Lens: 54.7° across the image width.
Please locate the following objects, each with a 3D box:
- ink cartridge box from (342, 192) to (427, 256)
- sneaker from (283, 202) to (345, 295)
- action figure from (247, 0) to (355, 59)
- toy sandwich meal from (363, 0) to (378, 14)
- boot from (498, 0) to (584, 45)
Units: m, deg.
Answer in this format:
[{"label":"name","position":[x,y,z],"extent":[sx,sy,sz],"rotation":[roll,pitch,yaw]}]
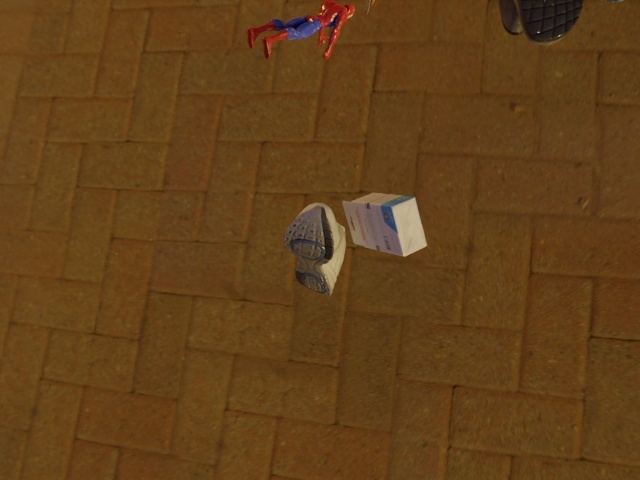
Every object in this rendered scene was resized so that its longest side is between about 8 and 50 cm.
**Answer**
[{"label":"ink cartridge box","position":[0.124,-0.037,1.234],"extent":[0.060,0.180,0.104],"rotation":[-24,109,-24]},{"label":"sneaker","position":[0.000,0.000,1.315],"extent":[0.111,0.297,0.129],"rotation":[23,63,12]},{"label":"action figure","position":[-0.030,-0.459,1.415],"extent":[0.280,0.139,0.091],"rotation":[-32,57,-26]},{"label":"toy sandwich meal","position":[0.127,-0.593,1.511],"extent":[0.029,0.085,0.085],"rotation":[8,82,-4]},{"label":"boot","position":[0.300,-0.346,0.881],"extent":[0.084,0.161,0.246],"rotation":[-3,68,4]}]
